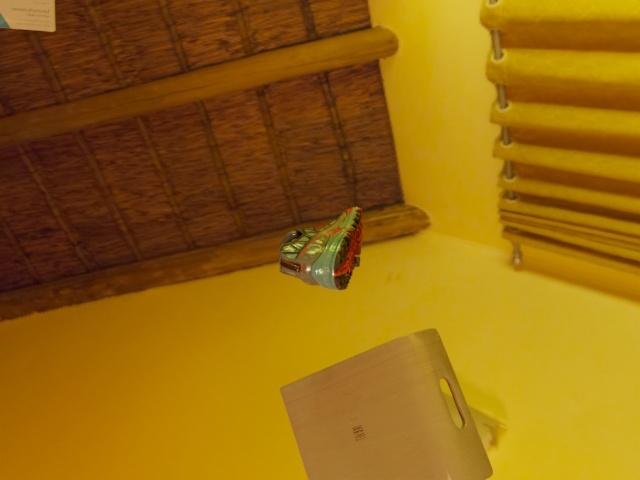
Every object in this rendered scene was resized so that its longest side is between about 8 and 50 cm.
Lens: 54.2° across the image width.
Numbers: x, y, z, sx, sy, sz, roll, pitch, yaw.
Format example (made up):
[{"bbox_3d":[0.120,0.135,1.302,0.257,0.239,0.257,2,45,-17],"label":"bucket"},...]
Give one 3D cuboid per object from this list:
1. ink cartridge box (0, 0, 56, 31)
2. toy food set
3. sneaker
[{"bbox_3d":[-0.161,-0.153,0.316,0.048,0.028,0.083,-5,-52,-26],"label":"ink cartridge box"},{"bbox_3d":[0.085,0.289,0.962,0.092,0.306,0.219,4,-119,-52],"label":"toy food set"},{"bbox_3d":[0.000,0.000,1.011,0.262,0.125,0.104,-45,-41,-74],"label":"sneaker"}]
